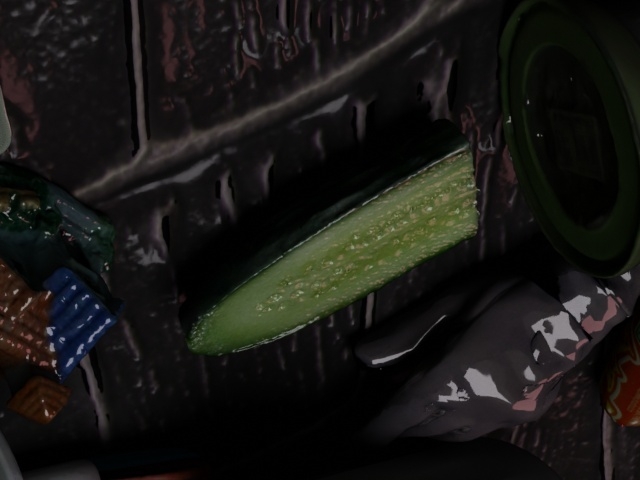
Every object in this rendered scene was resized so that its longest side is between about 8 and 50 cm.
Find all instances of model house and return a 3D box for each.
[{"bbox_3d":[-0.193,0.043,1.158,0.119,0.149,0.148,-42,137,11],"label":"model house"}]

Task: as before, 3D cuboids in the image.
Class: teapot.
[{"bbox_3d":[0.311,-0.140,1.253,0.337,0.200,0.270,-16,104,-17],"label":"teapot"}]

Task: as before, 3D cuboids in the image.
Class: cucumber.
[{"bbox_3d":[0.000,0.000,1.284,0.244,0.063,0.115,-29,145,-2],"label":"cucumber"}]

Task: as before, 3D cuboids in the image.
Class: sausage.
[{"bbox_3d":[0.292,0.083,1.485,0.083,0.083,0.264,-11,146,-20],"label":"sausage"}]

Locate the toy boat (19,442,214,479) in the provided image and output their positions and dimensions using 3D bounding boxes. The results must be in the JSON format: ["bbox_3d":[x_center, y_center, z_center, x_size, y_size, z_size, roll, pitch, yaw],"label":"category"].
[{"bbox_3d":[-0.270,0.237,1.343,0.392,0.079,0.136,-14,137,-18],"label":"toy boat"}]

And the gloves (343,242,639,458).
[{"bbox_3d":[0.133,0.083,1.416,0.285,0.119,0.142,-38,105,12],"label":"gloves"}]

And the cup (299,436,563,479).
[{"bbox_3d":[0.028,0.295,1.434,0.327,0.322,0.237,-7,92,-49],"label":"cup"}]

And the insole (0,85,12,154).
[{"bbox_3d":[-0.226,-0.106,1.109,0.053,0.002,0.153,-20,136,-12],"label":"insole"}]

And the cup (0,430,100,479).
[{"bbox_3d":[-0.319,0.194,1.122,0.356,0.259,0.274,-10,176,-42],"label":"cup"}]
